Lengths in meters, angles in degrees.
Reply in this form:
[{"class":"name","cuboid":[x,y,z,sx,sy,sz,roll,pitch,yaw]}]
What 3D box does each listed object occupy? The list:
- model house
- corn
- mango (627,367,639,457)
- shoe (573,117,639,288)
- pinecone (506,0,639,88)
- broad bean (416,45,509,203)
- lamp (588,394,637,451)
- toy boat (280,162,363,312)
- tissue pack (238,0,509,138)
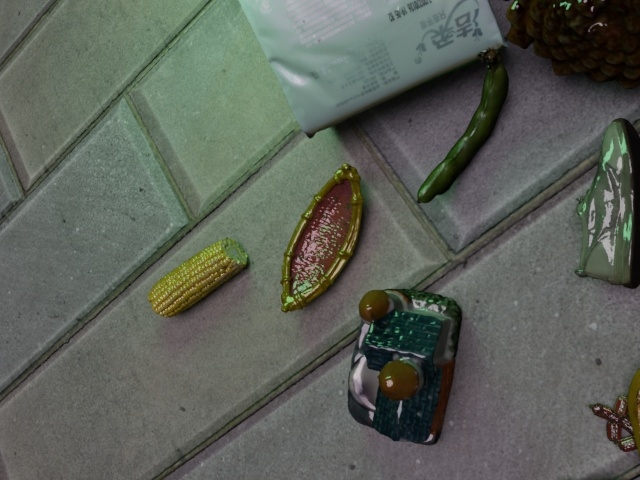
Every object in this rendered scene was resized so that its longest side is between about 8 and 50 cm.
[{"class":"model house","cuboid":[0.115,0.211,0.992,0.190,0.301,0.272,11,87,21]},{"class":"corn","cuboid":[-0.277,0.084,1.316,0.244,0.093,0.093,-33,69,14]},{"class":"mango","cuboid":[0.521,0.259,0.896,0.101,0.066,0.188,8,83,8]},{"class":"shoe","cuboid":[0.472,-0.061,0.958,0.098,0.103,0.275,1,80,41]},{"class":"pinecone","cuboid":[0.479,-0.441,0.885,0.384,0.384,0.385,-4,80,26]},{"class":"broad bean","cuboid":[0.263,-0.197,1.060,0.049,0.144,0.292,37,115,33]},{"class":"lamp","cuboid":[0.475,0.294,0.939,0.063,0.031,0.083,-25,76,22]},{"class":"toy boat","cuboid":[0.004,-0.001,1.187,0.141,0.099,0.318,28,98,27]},{"class":"tissue pack","cuboid":[0.093,-0.431,1.090,0.404,0.205,0.332,-21,110,21]}]
